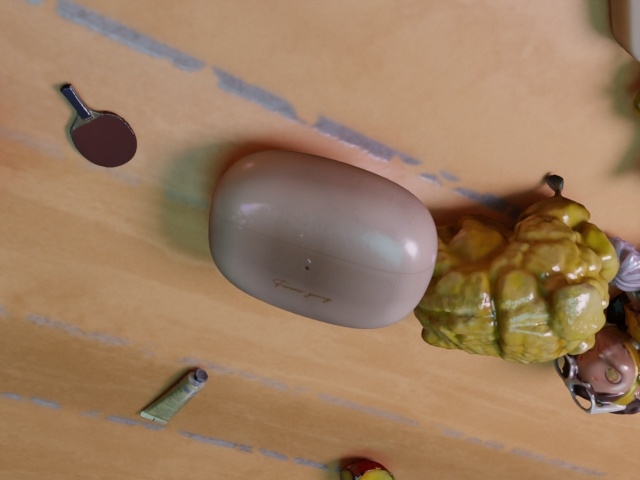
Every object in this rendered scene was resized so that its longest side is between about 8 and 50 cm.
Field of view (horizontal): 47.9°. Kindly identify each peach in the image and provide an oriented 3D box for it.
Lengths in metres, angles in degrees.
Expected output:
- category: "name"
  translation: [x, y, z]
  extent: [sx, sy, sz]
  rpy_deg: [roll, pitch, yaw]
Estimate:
- category: "peach"
  translation: [0.056, 0.319, 0.939]
  extent: [0.083, 0.050, 0.077]
  rpy_deg: [28, 96, -38]

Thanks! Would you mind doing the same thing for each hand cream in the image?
- category: "hand cream"
  translation: [-0.162, 0.176, 0.811]
  extent: [0.035, 0.022, 0.102]
  rpy_deg: [29, 124, -28]

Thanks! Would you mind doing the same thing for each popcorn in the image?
- category: "popcorn"
  translation: [0.183, 0.049, 0.675]
  extent: [0.194, 0.163, 0.140]
  rpy_deg: [-17, 139, -3]

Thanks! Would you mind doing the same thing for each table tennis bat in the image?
- category: "table tennis bat"
  translation: [-0.186, -0.094, 0.597]
  extent: [0.050, 0.007, 0.083]
  rpy_deg: [-22, 131, 9]

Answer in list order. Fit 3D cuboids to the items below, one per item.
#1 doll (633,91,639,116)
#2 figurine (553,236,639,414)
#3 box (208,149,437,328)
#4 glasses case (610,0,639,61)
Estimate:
- category: "doll"
  translation: [0.344, -0.086, 0.645]
  extent: [0.129, 0.081, 0.207]
  rpy_deg: [-42, 121, 14]
- category: "figurine"
  translation: [0.351, 0.090, 0.748]
  extent: [0.115, 0.175, 0.240]
  rpy_deg: [-1, 137, -29]
- category: "box"
  translation: [0.000, 0.000, 0.624]
  extent: [0.200, 0.088, 0.146]
  rpy_deg: [17, 126, 5]
- category: "glasses case"
  translation: [0.260, -0.226, 0.537]
  extent: [0.083, 0.050, 0.196]
  rpy_deg: [-18, 129, 8]
